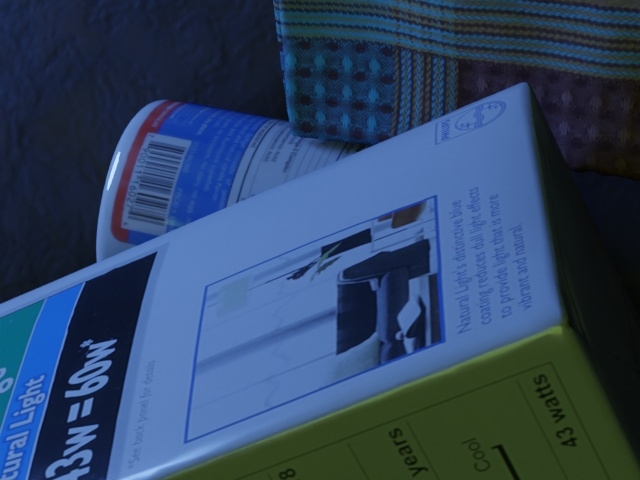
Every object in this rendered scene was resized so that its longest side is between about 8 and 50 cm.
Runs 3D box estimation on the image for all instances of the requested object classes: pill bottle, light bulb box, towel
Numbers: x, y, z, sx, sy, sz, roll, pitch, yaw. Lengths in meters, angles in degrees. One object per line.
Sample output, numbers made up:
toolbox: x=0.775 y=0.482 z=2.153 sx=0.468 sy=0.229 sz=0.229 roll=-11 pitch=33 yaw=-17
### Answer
pill bottle: x=0.000 y=0.000 z=0.959 sx=0.221 sy=0.124 sz=0.124 roll=12 pitch=95 yaw=13
light bulb box: x=0.011 y=0.178 z=0.845 sx=0.361 sy=0.225 sz=0.358 roll=-22 pitch=116 yaw=14
towel: x=0.082 y=-0.203 z=0.791 sx=0.271 sy=0.040 sz=0.370 roll=9 pitch=120 yaw=28
